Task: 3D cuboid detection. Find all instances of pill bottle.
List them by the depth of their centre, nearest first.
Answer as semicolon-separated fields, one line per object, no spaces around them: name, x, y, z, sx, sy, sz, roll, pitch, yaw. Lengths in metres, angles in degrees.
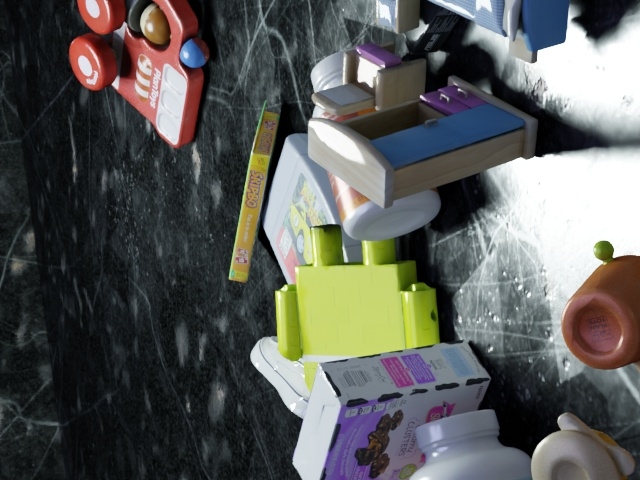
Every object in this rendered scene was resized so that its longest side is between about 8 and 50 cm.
pill bottle;0.177;0.321;1.394;0.146;0.146;0.264;139;120;-61
pill bottle;0.060;-0.118;1.566;0.121;0.121;0.216;130;128;-58

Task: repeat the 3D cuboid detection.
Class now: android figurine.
android figurine;0.047;0.114;1.648;0.248;0.056;0.272;0;94;38

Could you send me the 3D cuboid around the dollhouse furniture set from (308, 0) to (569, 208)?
dollhouse furniture set;0.081;-0.236;1.320;0.286;0.198;0.303;37;136;45

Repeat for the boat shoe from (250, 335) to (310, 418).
boat shoe;-0.027;0.181;1.875;0.088;0.096;0.267;-61;18;5

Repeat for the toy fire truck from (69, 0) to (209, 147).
toy fire truck;-0.289;-0.340;2.256;0.254;0.169;0.302;41;138;22

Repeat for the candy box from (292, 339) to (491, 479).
candy box;0.082;0.209;1.511;0.070;0.196;0.165;57;145;43

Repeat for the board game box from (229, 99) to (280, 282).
board game box;-0.099;-0.074;1.965;0.124;0.039;0.259;-81;0;-54

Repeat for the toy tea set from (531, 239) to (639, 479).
toy tea set;0.305;0.165;1.168;0.200;0.124;0.336;20;114;30

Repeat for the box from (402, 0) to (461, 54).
box;0.124;-0.339;1.465;0.190;0.045;0.184;126;133;-56

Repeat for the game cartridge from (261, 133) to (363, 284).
game cartridge;0.000;0.000;1.811;0.294;0.060;0.196;64;145;35
